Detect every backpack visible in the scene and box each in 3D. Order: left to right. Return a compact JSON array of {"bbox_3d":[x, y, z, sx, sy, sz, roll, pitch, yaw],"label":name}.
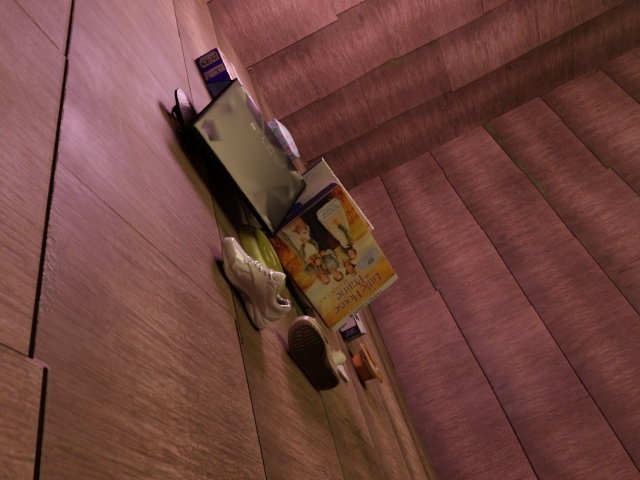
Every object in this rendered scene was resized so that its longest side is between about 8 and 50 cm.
[{"bbox_3d":[-0.203,-0.388,2.257,0.225,0.191,0.253,64,2,4],"label":"backpack"}]

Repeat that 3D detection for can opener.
[{"bbox_3d":[-0.228,-0.144,1.698,0.095,0.076,0.283,111,-38,-53],"label":"can opener"}]

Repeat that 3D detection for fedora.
[{"bbox_3d":[0.187,0.523,2.216,0.194,0.079,0.194,59,3,-4],"label":"fedora"}]

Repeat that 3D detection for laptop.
[{"bbox_3d":[-0.244,-0.253,1.574,0.382,0.236,0.407,56,40,-27],"label":"laptop"}]

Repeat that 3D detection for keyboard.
[{"bbox_3d":[0.042,0.408,1.826,0.256,0.014,0.072,57,9,-45],"label":"keyboard"}]

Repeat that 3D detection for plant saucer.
[{"bbox_3d":[-0.160,0.053,1.529,0.240,0.037,0.241,63,7,-14],"label":"plant saucer"}]

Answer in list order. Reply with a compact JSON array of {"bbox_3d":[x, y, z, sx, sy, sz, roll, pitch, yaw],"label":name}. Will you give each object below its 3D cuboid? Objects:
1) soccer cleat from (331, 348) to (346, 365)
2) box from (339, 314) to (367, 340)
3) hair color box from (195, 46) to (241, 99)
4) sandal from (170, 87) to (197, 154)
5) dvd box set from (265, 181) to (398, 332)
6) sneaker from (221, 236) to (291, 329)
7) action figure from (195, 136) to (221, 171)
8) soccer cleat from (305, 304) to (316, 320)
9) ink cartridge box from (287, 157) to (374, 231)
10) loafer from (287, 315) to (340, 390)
[{"bbox_3d":[0.028,0.376,1.654,0.196,0.068,0.076,39,29,-57],"label":"soccer cleat"},{"bbox_3d":[0.098,0.296,2.346,0.289,0.087,0.169,66,7,16],"label":"box"},{"bbox_3d":[-0.347,-0.554,2.069,0.338,0.110,0.185,64,8,12],"label":"hair color box"},{"bbox_3d":[-0.361,-0.308,1.380,0.067,0.040,0.179,-5,83,-77],"label":"sandal"},{"bbox_3d":[0.042,0.062,1.763,0.420,0.308,0.062,57,-11,-25],"label":"dvd box set"},{"bbox_3d":[-0.142,0.083,1.218,0.232,0.115,0.090,62,7,-15],"label":"sneaker"},{"bbox_3d":[-0.292,-0.252,1.580,0.137,0.064,0.232,63,4,2],"label":"action figure"},{"bbox_3d":[-0.035,0.247,1.791,0.035,0.029,0.083,50,9,-27],"label":"soccer cleat"},{"bbox_3d":[-0.023,-0.066,1.803,0.307,0.304,0.072,52,-8,-11],"label":"ink cartridge box"},{"bbox_3d":[-0.023,0.297,1.436,0.092,0.102,0.268,-108,179,-56],"label":"loafer"}]
